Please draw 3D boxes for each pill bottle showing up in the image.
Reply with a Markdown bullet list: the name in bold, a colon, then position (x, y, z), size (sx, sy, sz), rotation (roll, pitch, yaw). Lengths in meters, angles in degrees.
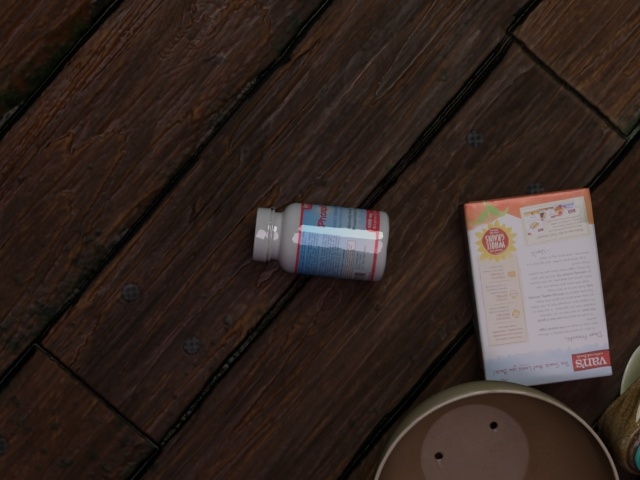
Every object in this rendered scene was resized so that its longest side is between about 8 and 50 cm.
- **pill bottle**: position (0.000, 0.000, 1.720), size (0.160, 0.087, 0.087), rotation (6, 90, -2)

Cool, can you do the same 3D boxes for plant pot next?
- **plant pot**: position (0.192, 0.283, 1.665), size (0.284, 0.191, 0.284), rotation (0, 102, -2)

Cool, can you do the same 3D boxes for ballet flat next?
- **ballet flat**: position (0.454, 0.129, 1.721), size (0.116, 0.124, 0.342), rotation (34, 94, -37)

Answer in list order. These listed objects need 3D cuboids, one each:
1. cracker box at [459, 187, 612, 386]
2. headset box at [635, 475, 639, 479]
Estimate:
- **cracker box**: position (0.262, 0.059, 1.738), size (0.155, 0.067, 0.232), rotation (-7, 90, 0)
- **headset box**: position (0.539, 0.354, 1.726), size (0.293, 0.110, 0.218), rotation (42, 89, -2)
